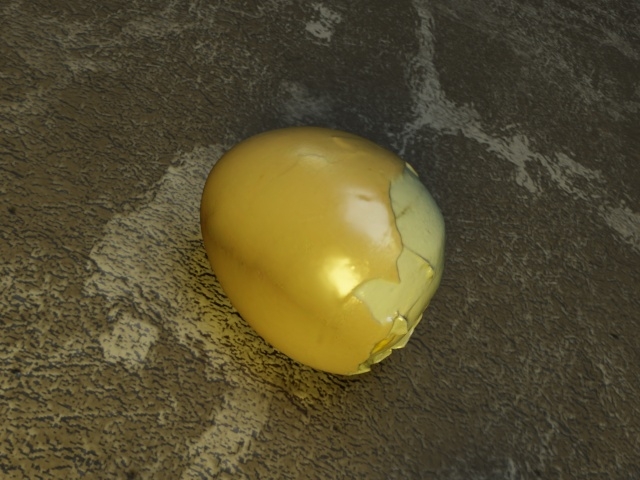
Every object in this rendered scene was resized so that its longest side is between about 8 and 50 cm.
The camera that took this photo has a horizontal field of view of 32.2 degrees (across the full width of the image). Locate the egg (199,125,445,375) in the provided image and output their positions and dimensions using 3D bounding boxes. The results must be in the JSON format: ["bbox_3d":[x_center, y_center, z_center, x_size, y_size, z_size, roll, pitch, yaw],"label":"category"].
[{"bbox_3d":[0.000,0.000,0.980,0.244,0.201,0.201,34,34,21],"label":"egg"}]
